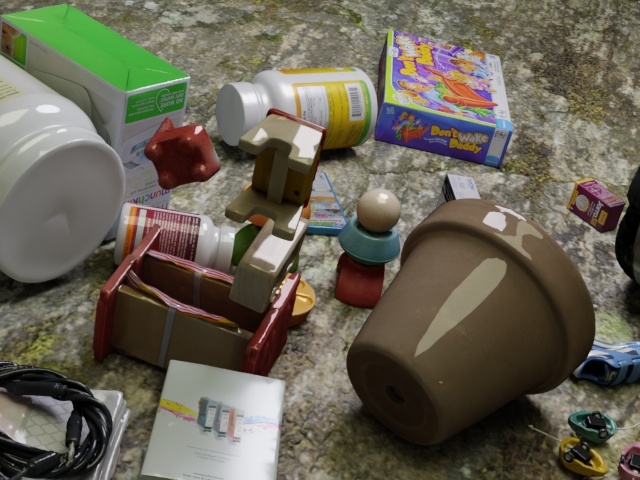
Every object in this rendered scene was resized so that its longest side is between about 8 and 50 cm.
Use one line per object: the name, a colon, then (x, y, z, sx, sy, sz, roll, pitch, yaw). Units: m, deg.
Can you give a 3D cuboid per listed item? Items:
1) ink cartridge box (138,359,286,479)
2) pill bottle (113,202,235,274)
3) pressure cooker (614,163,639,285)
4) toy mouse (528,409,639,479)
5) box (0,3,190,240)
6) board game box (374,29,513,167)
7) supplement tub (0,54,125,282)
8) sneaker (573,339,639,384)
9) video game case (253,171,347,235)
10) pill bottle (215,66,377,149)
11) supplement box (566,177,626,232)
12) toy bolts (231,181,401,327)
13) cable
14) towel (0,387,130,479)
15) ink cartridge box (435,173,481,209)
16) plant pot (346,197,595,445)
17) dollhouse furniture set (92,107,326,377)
ink cartridge box: (-0.111, 0.228, 1.095, 0.127, 0.128, 0.176, 12, 31, -4)
pill bottle: (-0.193, 0.002, 1.458, 0.152, 0.086, 0.086, 9, 32, -8)
pressure cooker: (0.688, -0.013, 1.576, 0.420, 0.375, 0.370, 32, 36, 32)
toy mouse: (0.350, 0.253, 1.336, 0.161, 0.031, 0.143, 35, 37, 29)
box: (-0.325, -0.169, 1.536, 0.262, 0.231, 0.127, 33, 35, 27)
board game box: (0.226, -0.273, 2.074, 0.233, 0.078, 0.347, 12, 32, -3)
supplement tub: (-0.429, -0.111, 1.399, 0.325, 0.235, 0.235, 33, 36, 28)
sneaker: (0.397, 0.168, 1.474, 0.144, 0.053, 0.059, 4, 31, -1)
video game case: (-0.031, -0.061, 1.694, 0.119, 0.015, 0.166, 4, 33, -18)
pill bottle: (-0.041, -0.214, 1.813, 0.246, 0.136, 0.136, -8, 38, -32)
supplement box: (0.464, -0.060, 1.857, 0.043, 0.055, 0.083, -13, 40, -35)
toy bolts: (0.000, 0.000, 1.471, 0.229, 0.158, 0.218, 9, 32, -9)
cable: (-0.296, 0.168, 1.099, 0.151, 0.047, 0.184, -15, 41, -42)
towel: (-0.365, 0.230, 1.061, 0.317, 0.053, 0.332, 11, 31, -5)
ink cartridge box: (0.211, -0.005, 1.625, 0.046, 0.097, 0.207, 8, 32, -11)
plant pot: (0.155, 0.117, 1.308, 0.263, 0.263, 0.229, 33, 55, 27)
dollhouse furniture set: (-0.118, -0.005, 1.232, 0.201, 0.374, 0.152, 21, 37, 7)
